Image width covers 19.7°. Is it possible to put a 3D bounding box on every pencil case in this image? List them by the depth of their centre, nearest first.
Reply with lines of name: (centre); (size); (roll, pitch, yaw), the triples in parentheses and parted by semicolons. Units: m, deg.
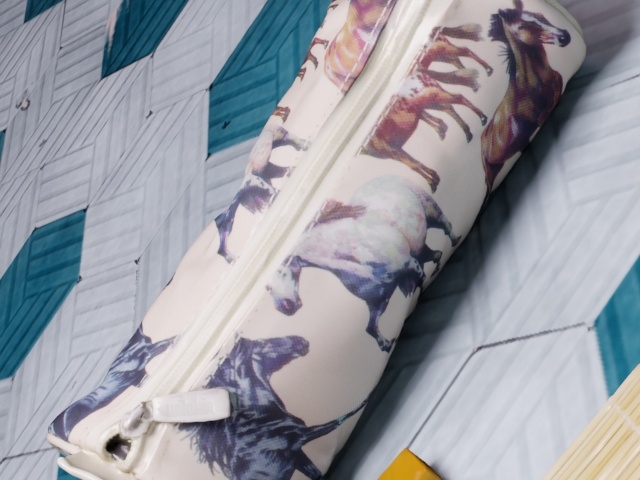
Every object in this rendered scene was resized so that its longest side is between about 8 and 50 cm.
pencil case: (0.000, 0.000, 1.126); (0.410, 0.160, 0.183); (-58, -10, -5)

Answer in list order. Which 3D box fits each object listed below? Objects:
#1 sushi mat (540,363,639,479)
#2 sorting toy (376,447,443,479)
sushi mat: (0.092, 0.205, 0.883); (0.316, 0.019, 0.151); (-49, 31, 2)
sorting toy: (-0.011, 0.271, 1.009); (0.307, 0.041, 0.229); (-49, 30, 1)
